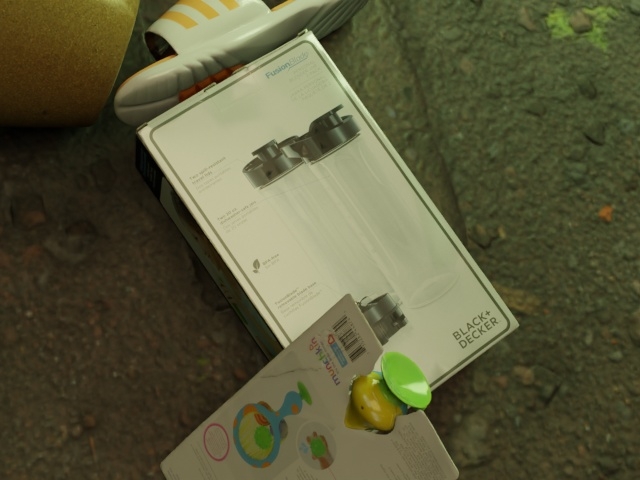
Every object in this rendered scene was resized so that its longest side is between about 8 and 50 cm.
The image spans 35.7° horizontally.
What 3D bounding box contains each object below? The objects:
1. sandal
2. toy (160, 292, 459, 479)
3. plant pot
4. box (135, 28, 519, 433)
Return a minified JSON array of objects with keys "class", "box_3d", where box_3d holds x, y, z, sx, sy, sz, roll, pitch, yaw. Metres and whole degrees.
[{"class":"sandal","box_3d":[-0.069,-0.179,0.820,0.265,0.102,0.076,-33,83,-25]},{"class":"toy","box_3d":[-0.007,0.156,0.698,0.056,0.237,0.137,-8,60,-48]},{"class":"plant pot","box_3d":[-0.272,-0.181,0.730,0.254,0.237,0.237,18,73,-22]},{"class":"box","box_3d":[0.000,0.000,0.789,0.169,0.087,0.290,-34,85,-16]}]
